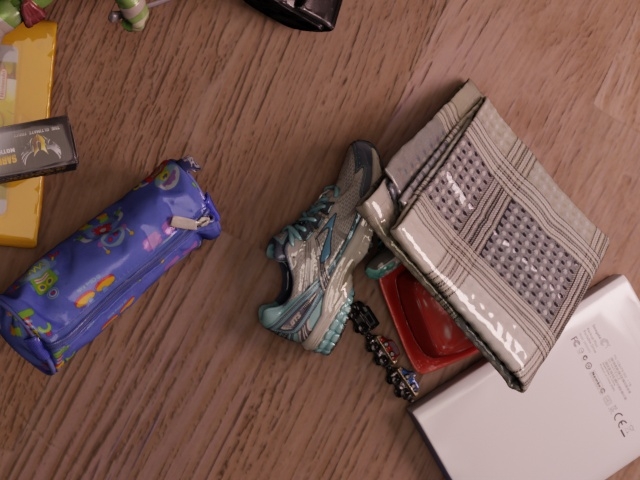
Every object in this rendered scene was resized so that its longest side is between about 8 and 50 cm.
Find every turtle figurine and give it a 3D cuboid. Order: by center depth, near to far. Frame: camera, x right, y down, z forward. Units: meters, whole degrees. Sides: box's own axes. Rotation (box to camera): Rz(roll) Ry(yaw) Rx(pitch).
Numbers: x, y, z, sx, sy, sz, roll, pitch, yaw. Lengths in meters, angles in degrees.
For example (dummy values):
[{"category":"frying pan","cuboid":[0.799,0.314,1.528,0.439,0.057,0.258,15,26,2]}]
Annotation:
[{"category":"turtle figurine","cuboid":[-0.295,-0.330,1.476,0.266,0.275,0.198,-25,113,4]}]

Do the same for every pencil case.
[{"category":"pencil case","cuboid":[-0.252,0.029,1.487,0.306,0.133,0.119,-41,121,-19]}]

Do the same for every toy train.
[{"category":"toy train","cuboid":[0.086,0.148,1.645,0.036,0.027,0.158,-35,98,-20]}]

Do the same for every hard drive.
[{"category":"hard drive","cuboid":[0.322,0.236,1.690,0.353,0.047,0.233,-31,98,-11]}]

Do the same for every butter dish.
[{"category":"butter dish","cuboid":[0.181,0.084,1.616,0.160,0.118,0.160,-23,96,-12]}]

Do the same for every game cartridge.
[{"category":"game cartridge","cuboid":[-0.494,-0.144,1.491,0.323,0.052,0.285,5,91,-14]}]

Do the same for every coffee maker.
[{"category":"coffee maker","cuboid":[0.002,-0.357,1.561,0.171,0.120,0.178,19,88,-13]}]

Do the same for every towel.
[{"category":"towel","cuboid":[0.224,-0.021,1.582,0.324,0.056,0.312,48,51,-9]}]

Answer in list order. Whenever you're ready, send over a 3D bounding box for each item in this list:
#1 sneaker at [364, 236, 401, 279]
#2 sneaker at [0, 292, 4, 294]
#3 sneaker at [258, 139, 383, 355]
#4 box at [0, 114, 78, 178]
[{"category":"sneaker","cuboid":[0.098,-0.017,1.615,0.076,0.065,0.166,42,57,0]},{"category":"sneaker","cuboid":[-0.351,0.089,1.535,0.118,0.042,0.067,-11,91,-14]},{"category":"sneaker","cuboid":[0.000,0.000,1.580,0.122,0.110,0.283,17,88,-9]},{"category":"box","cuboid":[-0.394,-0.089,1.399,0.231,0.183,0.056,-11,93,-12]}]
